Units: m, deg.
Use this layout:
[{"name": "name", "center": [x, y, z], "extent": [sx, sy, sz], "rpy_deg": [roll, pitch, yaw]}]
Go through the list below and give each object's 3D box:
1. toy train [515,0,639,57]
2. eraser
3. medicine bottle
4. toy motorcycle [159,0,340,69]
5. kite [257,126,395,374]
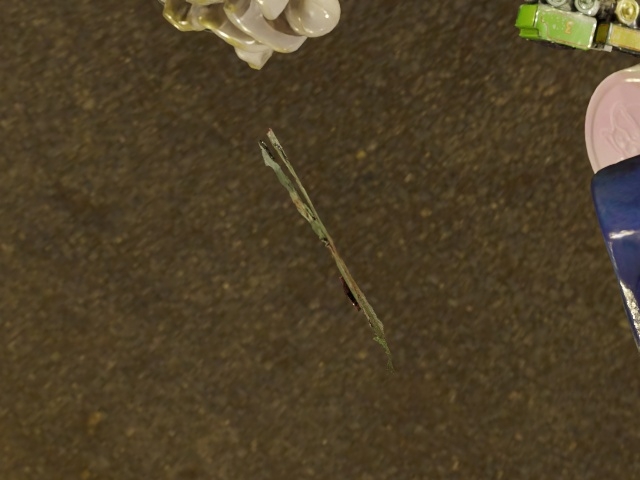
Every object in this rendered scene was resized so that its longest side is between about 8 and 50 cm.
[{"name": "toy train", "center": [0.331, -0.264, 1.567], "extent": [0.202, 0.060, 0.081], "rpy_deg": [9, 97, -23]}, {"name": "eraser", "center": [0.325, 0.096, 1.109], "extent": [0.101, 0.155, 0.332], "rpy_deg": [-18, 116, 14]}, {"name": "medicine bottle", "center": [0.528, -0.163, 1.669], "extent": [0.212, 0.325, 0.212], "rpy_deg": [37, 138, 42]}, {"name": "toy motorcycle", "center": [-0.083, -0.250, 1.227], "extent": [0.223, 0.341, 0.108], "rpy_deg": [29, 80, 2]}, {"name": "kite", "center": [0.001, -0.001, 0.855], "extent": [0.012, 0.229, 0.250], "rpy_deg": [-30, 146, 1]}]
